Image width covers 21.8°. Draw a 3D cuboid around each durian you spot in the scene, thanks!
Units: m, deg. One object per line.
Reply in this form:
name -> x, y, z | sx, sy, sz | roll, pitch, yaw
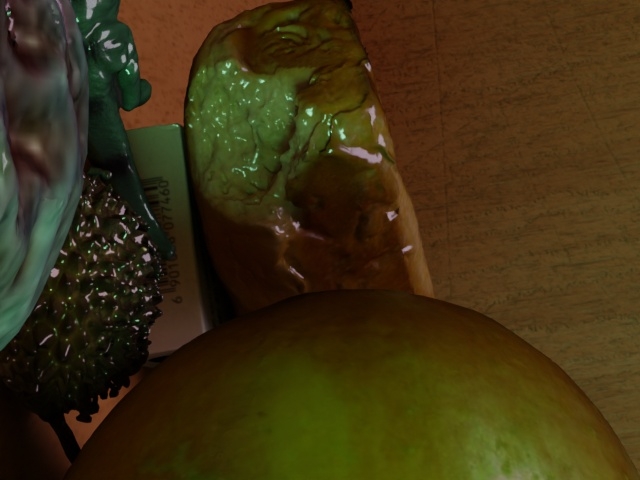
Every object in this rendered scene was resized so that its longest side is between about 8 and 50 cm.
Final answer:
durian -> -0.131, 0.033, 0.935 | 0.148, 0.091, 0.188 | 32, 55, -79

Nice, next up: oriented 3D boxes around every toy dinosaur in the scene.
toy dinosaur -> -0.149, -0.135, 1.069 | 0.120, 0.079, 0.292 | -75, 154, -59

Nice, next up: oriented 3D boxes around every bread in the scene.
bread -> -0.006, 0.000, 1.202 | 0.195, 0.149, 0.344 | -106, 180, -51

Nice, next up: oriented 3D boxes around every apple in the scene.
apple -> 0.005, 0.214, 0.893 | 0.384, 0.374, 0.374 | 132, -41, -55

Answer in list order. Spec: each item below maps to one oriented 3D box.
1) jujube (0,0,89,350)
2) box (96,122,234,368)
jujube -> -0.162, -0.041, 0.333 | 0.317, 0.226, 0.226 | -39, 120, -85
box -> -0.101, 0.016, 1.282 | 0.256, 0.069, 0.164 | 42, 41, -78
